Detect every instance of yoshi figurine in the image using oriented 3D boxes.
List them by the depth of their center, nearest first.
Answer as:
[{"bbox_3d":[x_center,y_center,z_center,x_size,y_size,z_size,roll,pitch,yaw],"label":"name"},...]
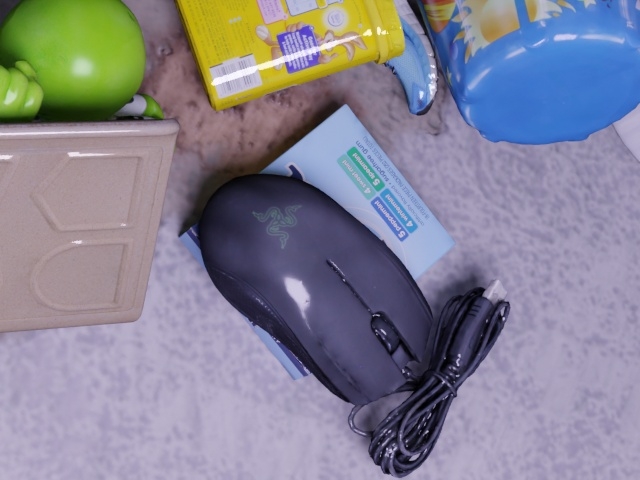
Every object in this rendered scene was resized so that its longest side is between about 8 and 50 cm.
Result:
[{"bbox_3d":[-0.280,-0.114,1.073,0.362,0.203,0.203,-4,72,-25],"label":"yoshi figurine"}]

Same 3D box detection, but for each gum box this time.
[{"bbox_3d":[0.000,0.000,1.231,0.184,0.041,0.157,-41,95,-25],"label":"gum box"}]

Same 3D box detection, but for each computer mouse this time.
[{"bbox_3d":[0.026,0.043,1.168,0.272,0.072,0.188,39,68,-11],"label":"computer mouse"}]

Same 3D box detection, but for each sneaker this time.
[{"bbox_3d":[0.051,-0.181,1.296,0.073,0.063,0.162,-25,83,-6],"label":"sneaker"}]

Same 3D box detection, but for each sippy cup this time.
[{"bbox_3d":[0.181,-0.210,1.217,0.305,0.240,0.224,12,56,-31],"label":"sippy cup"}]

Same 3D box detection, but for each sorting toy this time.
[{"bbox_3d":[-0.267,-0.008,1.042,0.307,0.229,0.041,-3,49,-22],"label":"sorting toy"}]

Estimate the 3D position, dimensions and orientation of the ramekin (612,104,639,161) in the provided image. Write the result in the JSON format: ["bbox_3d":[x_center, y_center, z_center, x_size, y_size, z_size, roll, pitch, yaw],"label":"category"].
[{"bbox_3d":[0.399,-0.169,1.376,0.277,0.135,0.277,5,75,-19],"label":"ramekin"}]

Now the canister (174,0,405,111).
[{"bbox_3d":[-0.029,-0.191,1.226,0.170,0.073,0.126,-18,83,-5],"label":"canister"}]
